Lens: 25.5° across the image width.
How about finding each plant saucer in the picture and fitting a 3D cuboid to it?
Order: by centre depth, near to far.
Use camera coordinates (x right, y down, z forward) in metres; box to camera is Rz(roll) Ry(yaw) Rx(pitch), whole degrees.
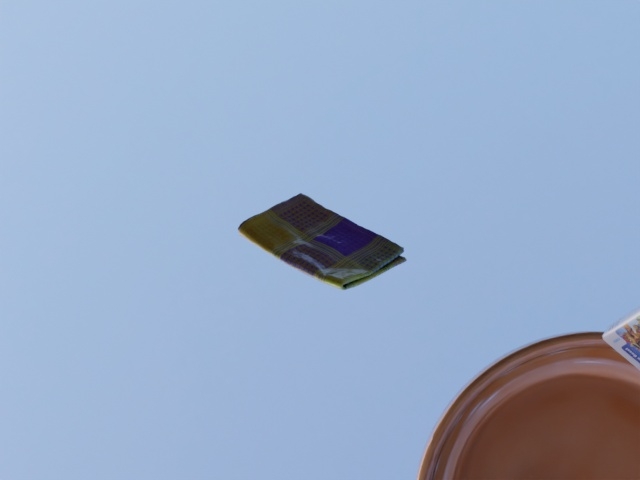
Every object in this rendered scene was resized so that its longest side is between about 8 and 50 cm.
[{"bbox_3d":[0.148,0.147,0.806,0.200,0.200,0.037,-30,-169,-3],"label":"plant saucer"}]

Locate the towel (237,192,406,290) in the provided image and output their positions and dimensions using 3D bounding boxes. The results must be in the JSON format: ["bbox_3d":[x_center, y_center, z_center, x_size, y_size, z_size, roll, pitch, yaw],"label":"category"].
[{"bbox_3d":[0.000,0.000,0.794,0.083,0.009,0.060,31,-141,33],"label":"towel"}]

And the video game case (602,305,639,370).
[{"bbox_3d":[0.202,0.053,0.693,0.087,0.122,0.011,40,-120,0],"label":"video game case"}]
